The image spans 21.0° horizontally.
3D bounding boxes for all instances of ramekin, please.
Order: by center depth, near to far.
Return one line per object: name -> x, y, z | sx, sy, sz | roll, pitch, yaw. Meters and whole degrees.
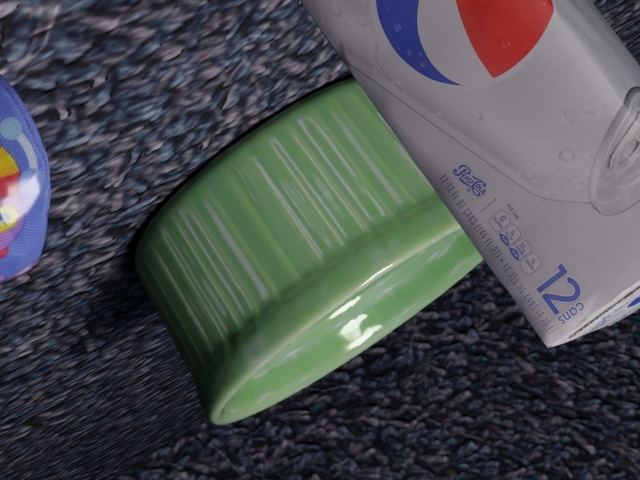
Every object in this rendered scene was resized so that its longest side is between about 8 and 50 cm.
ramekin -> 0.000, 0.000, 1.365 | 0.303, 0.148, 0.303 | -34, 169, -7

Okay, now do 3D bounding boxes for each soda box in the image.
soda box -> 0.067, -0.095, 0.774 | 0.091, 0.286, 0.098 | -39, 167, 21

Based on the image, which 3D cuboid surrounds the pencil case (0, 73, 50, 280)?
pencil case -> -0.260, 0.014, 0.722 | 0.306, 0.119, 0.133 | -29, -149, -34
